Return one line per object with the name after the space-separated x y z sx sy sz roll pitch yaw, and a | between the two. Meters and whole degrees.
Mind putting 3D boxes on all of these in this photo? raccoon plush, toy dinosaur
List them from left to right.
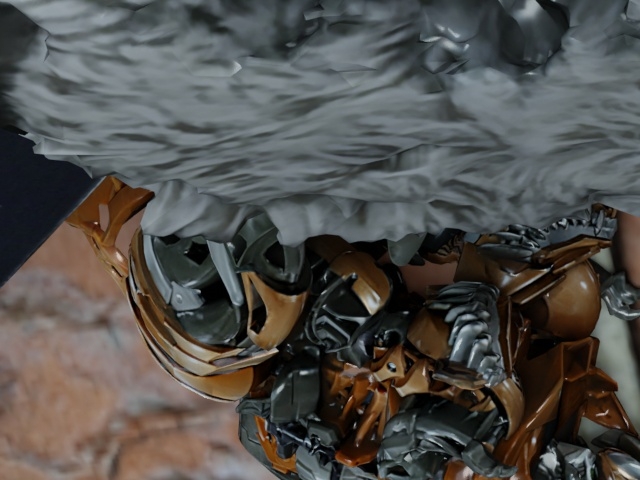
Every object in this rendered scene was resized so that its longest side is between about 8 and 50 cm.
0.000 0.000 0.608 0.322 0.164 0.218 24 134 -7 | toy dinosaur
0.046 -0.153 0.454 0.216 0.446 0.299 -17 66 22 | raccoon plush

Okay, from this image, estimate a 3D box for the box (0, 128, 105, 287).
-0.223 -0.163 0.479 0.179 0.343 0.312 -45 57 29 | box
